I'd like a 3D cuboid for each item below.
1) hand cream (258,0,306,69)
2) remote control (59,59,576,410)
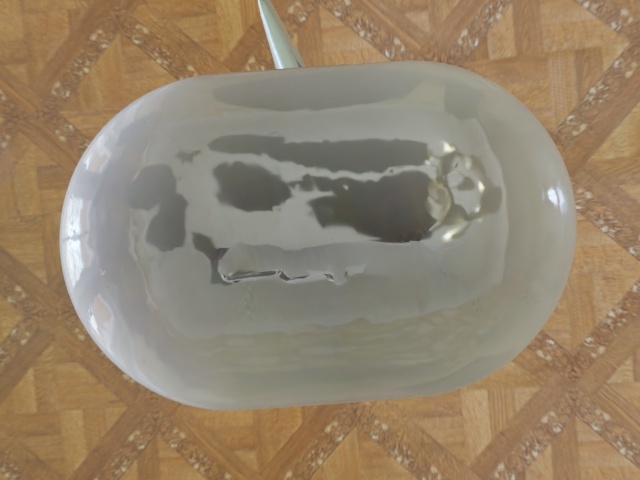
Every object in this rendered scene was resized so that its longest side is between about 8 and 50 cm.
[{"bbox_3d":[0.002,-0.068,0.595,0.067,0.109,0.320,-22,80,10],"label":"hand cream"},{"bbox_3d":[0.000,0.000,0.435,0.332,0.103,0.221,-4,97,-3],"label":"remote control"}]
